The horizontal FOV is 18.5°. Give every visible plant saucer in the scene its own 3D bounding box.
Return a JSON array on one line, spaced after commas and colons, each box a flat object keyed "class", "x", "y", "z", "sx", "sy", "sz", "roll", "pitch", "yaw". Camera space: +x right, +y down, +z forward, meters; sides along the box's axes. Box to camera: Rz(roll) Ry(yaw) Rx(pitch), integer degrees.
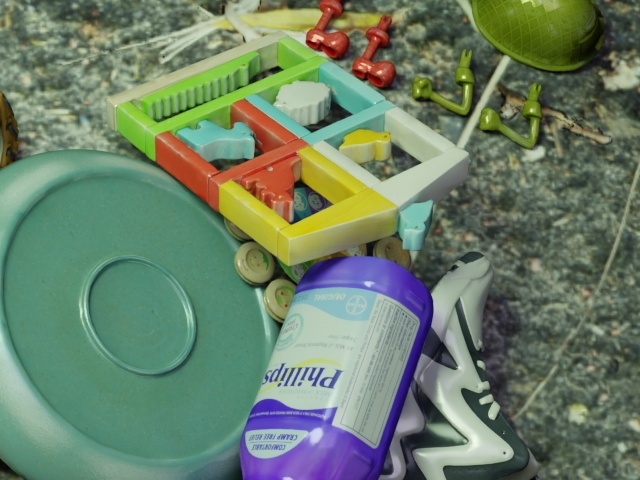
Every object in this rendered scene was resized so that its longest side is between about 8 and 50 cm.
[{"class": "plant saucer", "x": -0.151, "y": 0.064, "z": 1.552, "sx": 0.318, "sy": 0.044, "sz": 0.317, "roll": 17, "pitch": 57, "yaw": -29}]

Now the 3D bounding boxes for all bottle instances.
[{"class": "bottle", "x": -0.002, "y": 0.150, "z": 1.525, "sx": 0.092, "sy": 0.118, "sz": 0.283, "roll": 39, "pitch": 61, "yaw": -35}]

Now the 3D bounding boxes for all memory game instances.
[{"class": "memory game", "x": 0.000, "y": 0.000, "z": 1.661, "sx": 0.186, "sy": 0.012, "sz": 0.186, "roll": 16, "pitch": 59, "yaw": -28}]

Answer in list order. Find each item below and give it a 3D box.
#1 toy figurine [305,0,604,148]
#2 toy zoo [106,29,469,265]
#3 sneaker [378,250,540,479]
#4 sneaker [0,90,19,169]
[{"class": "toy figurine", "x": 0.096, "y": -0.261, "z": 1.716, "sx": 0.362, "sy": 0.217, "sz": 0.191, "roll": 28, "pitch": 64, "yaw": 1}, {"class": "toy zoo", "x": -0.015, "y": -0.073, "z": 1.620, "sx": 0.192, "sy": 0.030, "sz": 0.293, "roll": -25, "pitch": 45, "yaw": -31}, {"class": "sneaker", "x": 0.126, "y": 0.136, "z": 1.622, "sx": 0.153, "sy": 0.094, "sz": 0.235, "roll": 29, "pitch": 64, "yaw": -1}, {"class": "sneaker", "x": -0.335, "y": 0.006, "z": 1.578, "sx": 0.131, "sy": 0.112, "sz": 0.296, "roll": 4, "pitch": 57, "yaw": 10}]
